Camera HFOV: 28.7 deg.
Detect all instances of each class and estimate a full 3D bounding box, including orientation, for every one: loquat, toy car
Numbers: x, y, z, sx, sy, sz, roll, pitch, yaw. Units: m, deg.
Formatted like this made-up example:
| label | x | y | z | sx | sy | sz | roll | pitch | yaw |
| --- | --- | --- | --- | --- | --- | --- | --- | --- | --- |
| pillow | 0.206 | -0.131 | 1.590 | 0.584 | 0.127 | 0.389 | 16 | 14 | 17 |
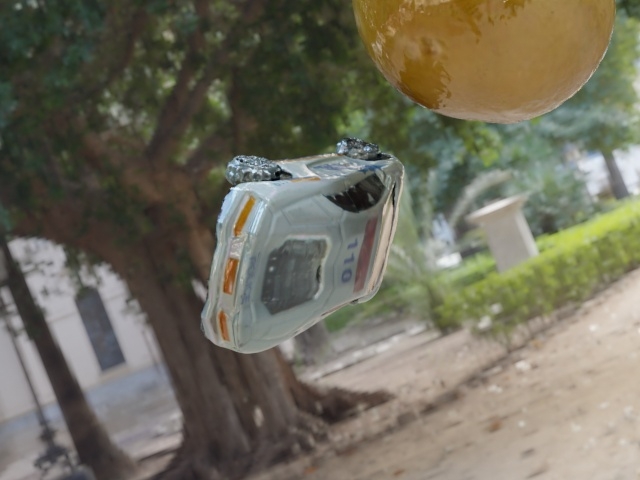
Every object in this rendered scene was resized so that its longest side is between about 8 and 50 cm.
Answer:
| label | x | y | z | sx | sy | sz | roll | pitch | yaw |
| --- | --- | --- | --- | --- | --- | --- | --- | --- | --- |
| loquat | 0.085 | -0.128 | 0.652 | 0.141 | 0.141 | 0.141 | -22 | -3 | -1 |
| toy car | 0.000 | 0.000 | 0.673 | 0.056 | 0.095 | 0.205 | 18 | 17 | 26 |
